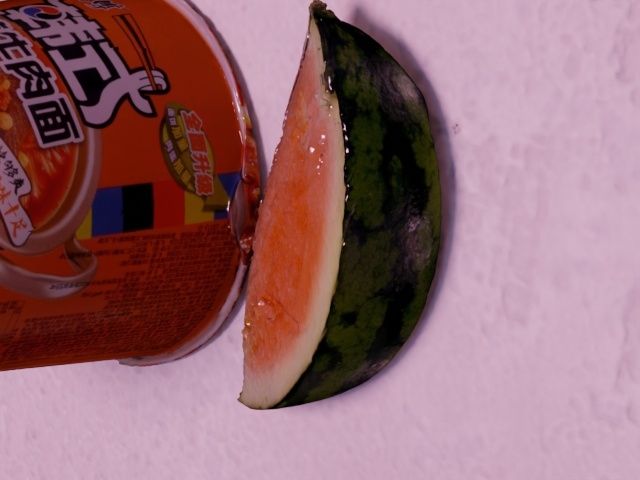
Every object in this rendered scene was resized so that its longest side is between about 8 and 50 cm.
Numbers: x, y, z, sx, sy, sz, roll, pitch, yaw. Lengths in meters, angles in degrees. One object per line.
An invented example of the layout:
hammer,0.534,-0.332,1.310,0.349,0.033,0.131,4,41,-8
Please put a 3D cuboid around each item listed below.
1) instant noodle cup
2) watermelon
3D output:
instant noodle cup,-0.186,-0.029,0.905,0.250,0.192,0.250,10,105,40
watermelon,0.004,-0.002,0.842,0.119,0.063,0.245,36,126,45
